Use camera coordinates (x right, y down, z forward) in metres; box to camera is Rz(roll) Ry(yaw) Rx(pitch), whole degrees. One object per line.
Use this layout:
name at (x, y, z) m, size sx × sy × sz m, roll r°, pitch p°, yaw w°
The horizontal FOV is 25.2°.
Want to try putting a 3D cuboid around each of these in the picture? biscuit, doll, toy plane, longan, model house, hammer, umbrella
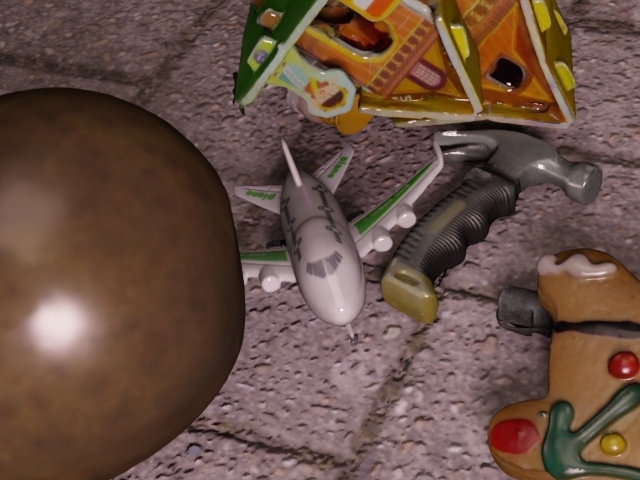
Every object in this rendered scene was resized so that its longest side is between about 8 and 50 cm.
biscuit at (0.219, 0.137, 1.039) m, size 0.196 × 0.049 × 0.302 m, roll 5°, pitch 59°, yaw 25°
doll at (0.007, -0.157, 1.434) m, size 0.084 × 0.073 × 0.127 m, roll -2°, pitch 35°, yaw -42°
toy plane at (0.001, 0.004, 1.216) m, size 0.251 × 0.101 × 0.255 m, roll -21°, pitch 34°, yaw 1°
longan at (-0.206, 0.043, 1.097) m, size 0.318 × 0.319 × 0.319 m, roll -6°, pitch 43°, yaw 6°
model house at (0.143, -0.242, 1.293) m, size 0.323 × 0.340 × 0.300 m, roll 28°, pitch 36°, yaw -19°
hammer at (0.130, -0.020, 1.273) m, size 0.158 × 0.041 × 0.226 m, roll 22°, pitch 53°, yaw 31°
umbrella at (0.253, 0.076, 1.136) m, size 0.235 × 0.059 × 0.066 m, roll 12°, pitch 30°, yaw 27°
